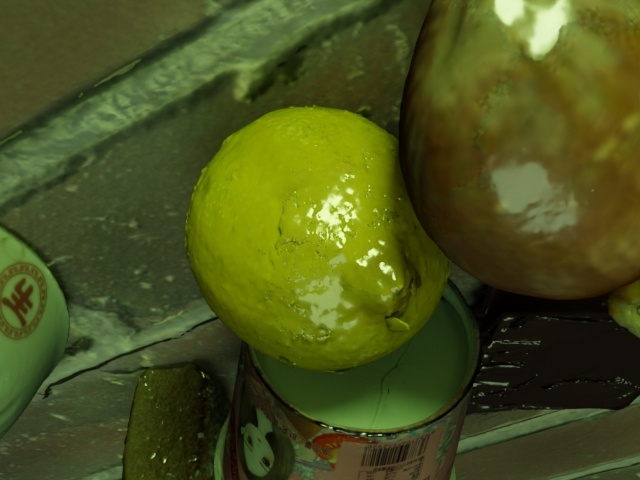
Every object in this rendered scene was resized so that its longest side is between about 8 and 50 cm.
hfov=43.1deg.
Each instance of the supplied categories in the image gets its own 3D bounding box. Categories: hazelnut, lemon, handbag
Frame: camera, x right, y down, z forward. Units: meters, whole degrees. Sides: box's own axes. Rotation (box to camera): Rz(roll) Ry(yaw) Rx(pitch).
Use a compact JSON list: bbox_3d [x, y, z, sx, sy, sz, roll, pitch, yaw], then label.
[{"bbox_3d":[0.128,-0.074,0.438,0.176,0.214,0.214,2,151,32],"label":"hazelnut"},{"bbox_3d":[0.000,0.000,0.543,0.173,0.206,0.173,-13,119,-24],"label":"lemon"},{"bbox_3d":[0.243,0.106,0.823,0.216,0.074,0.203,0,144,-5],"label":"handbag"}]

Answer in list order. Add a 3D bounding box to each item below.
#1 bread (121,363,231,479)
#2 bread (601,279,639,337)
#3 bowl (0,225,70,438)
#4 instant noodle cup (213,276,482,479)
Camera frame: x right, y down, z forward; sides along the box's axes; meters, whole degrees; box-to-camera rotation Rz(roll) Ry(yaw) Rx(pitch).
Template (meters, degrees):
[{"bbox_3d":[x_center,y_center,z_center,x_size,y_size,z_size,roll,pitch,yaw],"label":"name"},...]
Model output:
[{"bbox_3d":[-0.126,0.307,0.970,0.113,0.165,0.416,-7,145,4],"label":"bread"},{"bbox_3d":[0.310,-0.050,0.533,0.185,0.114,0.275,-35,154,-27],"label":"bread"},{"bbox_3d":[-0.379,0.120,0.648,0.337,0.157,0.337,-7,137,-6],"label":"bowl"},{"bbox_3d":[0.023,0.148,0.724,0.243,0.243,0.231,-1,138,-7],"label":"instant noodle cup"}]
